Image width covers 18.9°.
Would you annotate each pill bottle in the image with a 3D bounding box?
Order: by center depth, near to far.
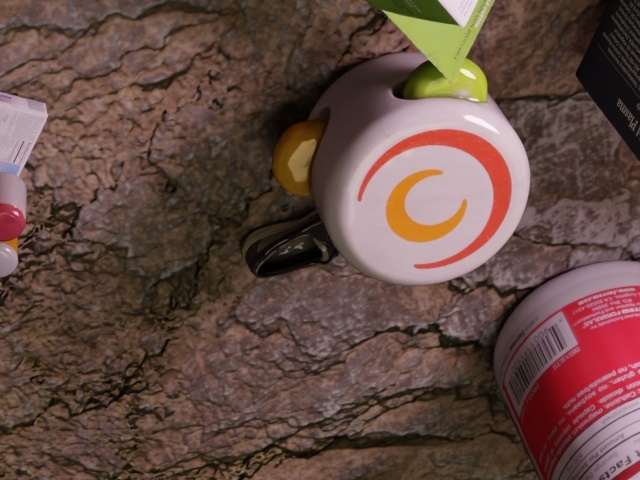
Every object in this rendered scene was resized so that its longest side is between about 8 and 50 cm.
[{"bbox_3d":[0.339,0.230,1.935,0.229,0.407,0.229,-10,134,-11],"label":"pill bottle"}]

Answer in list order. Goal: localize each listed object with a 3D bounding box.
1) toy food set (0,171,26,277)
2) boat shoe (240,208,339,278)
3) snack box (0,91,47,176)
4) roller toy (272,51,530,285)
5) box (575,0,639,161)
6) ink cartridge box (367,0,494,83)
[{"bbox_3d":[-0.338,-0.033,1.644,0.111,0.104,0.232,-38,123,20],"label":"toy food set"},{"bbox_3d":[0.000,0.000,1.856,0.152,0.049,0.056,-23,134,1],"label":"boat shoe"},{"bbox_3d":[-0.306,-0.056,1.717,0.064,0.022,0.178,13,125,-28],"label":"snack box"},{"bbox_3d":[0.081,-0.067,1.757,0.209,0.146,0.191,-35,123,7],"label":"roller toy"},{"bbox_3d":[0.460,-0.208,1.725,0.343,0.179,0.312,8,121,-25],"label":"box"},{"bbox_3d":[0.120,-0.258,1.557,0.255,0.097,0.188,39,73,-49],"label":"ink cartridge box"}]
